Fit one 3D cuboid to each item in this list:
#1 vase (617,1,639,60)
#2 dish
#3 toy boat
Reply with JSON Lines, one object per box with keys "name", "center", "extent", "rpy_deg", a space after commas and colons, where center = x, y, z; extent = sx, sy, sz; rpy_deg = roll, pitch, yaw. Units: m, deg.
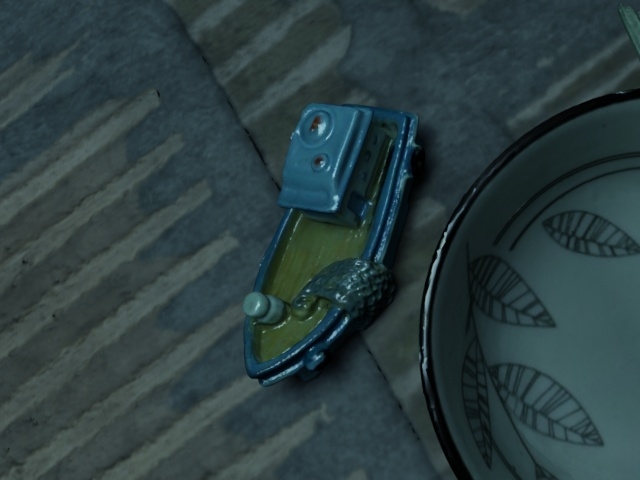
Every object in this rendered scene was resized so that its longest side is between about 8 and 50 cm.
{"name": "vase", "center": [0.360, -0.155, 0.916], "extent": [0.299, 0.143, 0.143], "rpy_deg": [-25, 60, 13]}
{"name": "dish", "center": [0.204, 0.065, 0.878], "extent": [0.316, 0.106, 0.316], "rpy_deg": [0, 88, -9]}
{"name": "toy boat", "center": [0.000, 0.000, 1.064], "extent": [0.109, 0.098, 0.238], "rpy_deg": [12, 77, 35]}
